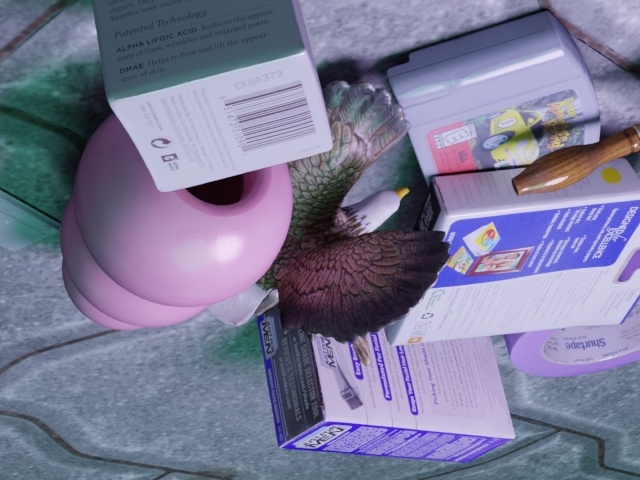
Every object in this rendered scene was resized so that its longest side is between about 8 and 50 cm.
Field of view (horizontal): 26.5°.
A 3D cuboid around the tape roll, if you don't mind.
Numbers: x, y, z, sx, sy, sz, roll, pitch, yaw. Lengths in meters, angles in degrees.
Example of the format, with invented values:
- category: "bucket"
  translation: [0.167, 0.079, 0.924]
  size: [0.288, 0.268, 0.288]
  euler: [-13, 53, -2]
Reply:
- category: "tape roll"
  translation: [0.382, 0.090, 1.855]
  size: [0.275, 0.090, 0.275]
  euler: [-10, 153, -5]

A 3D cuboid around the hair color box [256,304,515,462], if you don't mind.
- category: "hair color box"
  translation: [0.090, 0.185, 1.804]
  size: [0.339, 0.185, 0.110]
  euler: [13, 145, -39]

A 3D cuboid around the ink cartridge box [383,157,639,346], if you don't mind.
- category: "ink cartridge box"
  translation: [0.248, 0.016, 1.574]
  size: [0.307, 0.072, 0.303]
  euler: [-7, 149, -14]

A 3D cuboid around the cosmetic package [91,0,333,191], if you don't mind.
- category: "cosmetic package"
  translation: [-0.089, -0.164, 1.077]
  size: [0.152, 0.183, 0.151]
  euler: [-14, 152, 2]

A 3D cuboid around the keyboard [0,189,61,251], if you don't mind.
- category: "keyboard"
  translation: [-0.366, -0.044, 1.376]
  size: [0.072, 0.014, 0.256]
  euler: [-18, 152, 22]

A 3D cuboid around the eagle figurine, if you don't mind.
- category: "eagle figurine"
  translation: [0.007, -0.008, 1.391]
  size: [0.226, 0.225, 0.298]
  euler: [26, 164, 0]

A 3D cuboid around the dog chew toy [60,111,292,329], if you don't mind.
- category: "dog chew toy"
  translation: [-0.163, -0.009, 1.339]
  size: [0.207, 0.206, 0.332]
  euler: [3, 157, -27]

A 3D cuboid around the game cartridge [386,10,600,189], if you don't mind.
- category: "game cartridge"
  translation: [0.191, -0.122, 1.420]
  size: [0.196, 0.060, 0.294]
  euler: [-20, 152, 6]

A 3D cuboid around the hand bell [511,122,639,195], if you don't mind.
- category: "hand bell"
  translation: [0.308, -0.101, 1.386]
  size: [0.242, 0.126, 0.126]
  euler: [-21, 153, -4]
